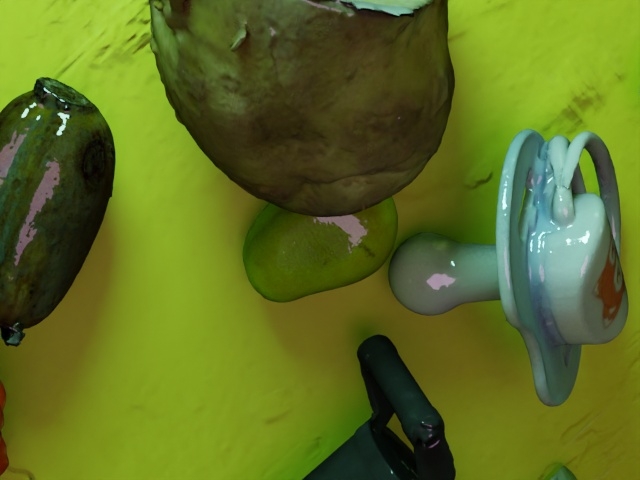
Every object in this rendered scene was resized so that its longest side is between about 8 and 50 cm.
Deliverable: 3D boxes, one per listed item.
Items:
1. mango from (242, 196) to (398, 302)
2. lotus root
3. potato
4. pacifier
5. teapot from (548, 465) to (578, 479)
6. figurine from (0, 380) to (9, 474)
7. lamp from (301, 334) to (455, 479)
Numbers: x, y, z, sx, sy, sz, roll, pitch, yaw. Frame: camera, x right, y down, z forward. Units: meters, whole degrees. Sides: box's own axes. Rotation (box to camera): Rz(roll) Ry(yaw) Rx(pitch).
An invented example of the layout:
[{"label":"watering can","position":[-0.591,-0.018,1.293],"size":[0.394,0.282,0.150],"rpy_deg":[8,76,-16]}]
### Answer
[{"label":"mango","position":[-0.001,-0.006,1.053],"size":[0.163,0.089,0.117],"rpy_deg":[-19,113,-2]},{"label":"lotus root","position":[-0.269,-0.029,0.983],"size":[0.124,0.123,0.241],"rpy_deg":[23,99,1]},{"label":"potato","position":[-0.029,-0.149,0.933],"size":[0.288,0.301,0.237],"rpy_deg":[28,121,14]},{"label":"pacifier","position":[0.181,0.022,1.064],"size":[0.233,0.244,0.299],"rpy_deg":[-5,136,23]},{"label":"teapot","position":[0.243,0.324,1.197],"size":[0.092,0.091,0.124],"rpy_deg":[5,106,-13]},{"label":"figurine","position":[-0.500,0.159,0.968],"size":[0.411,0.241,0.306],"rpy_deg":[31,76,0]},{"label":"lamp","position":[0.031,0.329,1.098],"size":[0.272,0.205,0.374],"rpy_deg":[-26,120,-6]}]
